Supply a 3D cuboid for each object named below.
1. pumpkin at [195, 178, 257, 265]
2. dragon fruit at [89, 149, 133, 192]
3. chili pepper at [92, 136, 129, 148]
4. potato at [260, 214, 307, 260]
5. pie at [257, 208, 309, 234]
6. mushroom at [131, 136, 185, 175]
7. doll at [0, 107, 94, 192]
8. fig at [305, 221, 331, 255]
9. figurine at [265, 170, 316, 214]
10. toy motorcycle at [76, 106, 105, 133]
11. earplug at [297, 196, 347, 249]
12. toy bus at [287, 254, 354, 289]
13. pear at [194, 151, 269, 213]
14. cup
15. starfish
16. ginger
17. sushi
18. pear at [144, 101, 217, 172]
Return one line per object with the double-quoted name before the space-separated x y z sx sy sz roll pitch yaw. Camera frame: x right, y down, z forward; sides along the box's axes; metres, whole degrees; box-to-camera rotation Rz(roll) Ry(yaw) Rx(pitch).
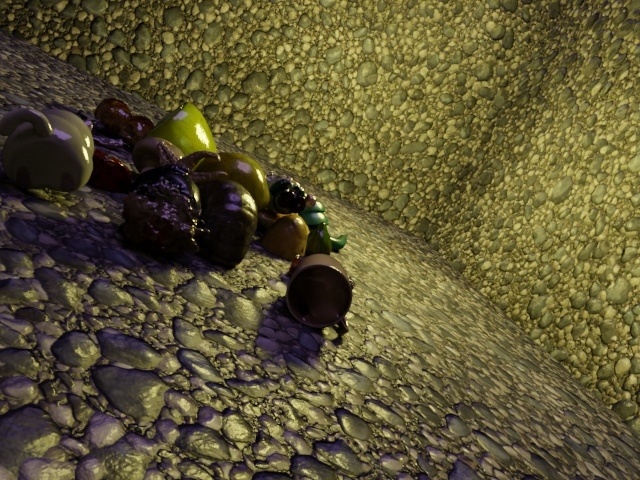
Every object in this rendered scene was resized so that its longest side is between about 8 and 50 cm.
"pumpkin" -0.338 -0.089 1.657 0.242 0.232 0.325 14 17 -43
"dragon fruit" -0.685 -0.233 1.686 0.120 0.127 0.161 49 20 29
"chili pepper" -0.860 -0.396 2.098 0.153 0.041 0.050 -3 11 -38
"potato" -0.126 -0.024 2.024 0.204 0.158 0.178 13 19 -40
"pie" -0.195 -0.090 2.259 0.340 0.083 0.339 27 14 -7
"mushroom" -0.605 -0.274 1.935 0.207 0.209 0.206 -1 -15 0
"doll" -0.752 -0.255 1.449 0.215 0.225 0.370 -8 15 -16
"fig" 0.000 0.000 2.183 0.123 0.156 0.123 24 10 -4
"figurine" -0.148 -0.180 2.096 0.282 0.167 0.370 23 6 -19
"toy motorcycle" -0.978 -0.488 2.107 0.123 0.080 0.215 29 18 1
"earplug" 0.002 -0.082 2.476 0.258 0.280 0.164 -10 1 -11
"toy bus" 0.003 0.131 1.826 0.235 0.096 0.073 29 12 0
"pear" -0.337 -0.194 1.935 0.294 0.294 0.294 28 13 -7
"cup" 0.013 0.168 1.579 0.252 0.192 0.200 58 7 -9
"starfish" -0.498 -0.224 1.786 0.299 0.302 0.060 31 -26 18
"ginger" -0.866 -0.527 2.326 0.358 0.152 0.274 34 13 11
"sushi" -0.435 -0.074 1.428 0.239 0.224 0.218 -4 27 -1
"pear" -0.582 -0.427 2.282 0.318 0.239 0.342 57 7 -24
